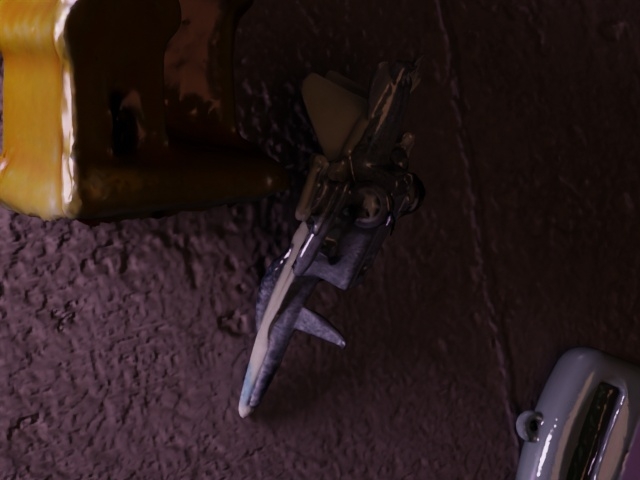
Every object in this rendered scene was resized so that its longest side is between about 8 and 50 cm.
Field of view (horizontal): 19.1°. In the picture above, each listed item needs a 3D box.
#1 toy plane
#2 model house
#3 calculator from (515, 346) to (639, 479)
[{"bbox_3d":[0.010,0.004,1.227,0.088,0.192,0.262,19,104,17],"label":"toy plane"},{"bbox_3d":[-0.106,-0.131,1.108,0.173,0.268,0.239,-2,94,-6],"label":"model house"},{"bbox_3d":[0.242,0.169,1.392,0.246,0.045,0.141,23,84,-25],"label":"calculator"}]
